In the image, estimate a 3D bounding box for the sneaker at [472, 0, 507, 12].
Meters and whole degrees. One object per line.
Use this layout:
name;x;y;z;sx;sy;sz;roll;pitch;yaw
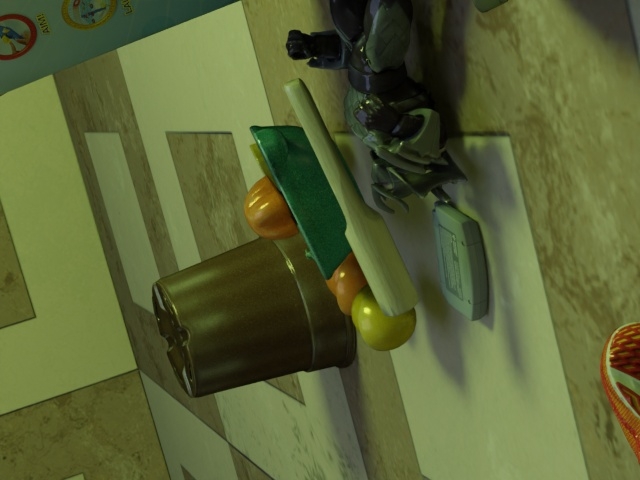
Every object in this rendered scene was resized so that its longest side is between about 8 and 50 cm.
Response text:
sneaker;0.125;-0.172;0.657;0.222;0.118;0.083;-74;-38;-68

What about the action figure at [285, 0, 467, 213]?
action figure;0.034;-0.139;0.914;0.185;0.099;0.285;41;148;49

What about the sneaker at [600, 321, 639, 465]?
sneaker;0.209;0.127;0.727;0.067;0.064;0.175;62;-171;-72

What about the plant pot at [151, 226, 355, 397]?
plant pot;-0.074;0.075;1.327;0.167;0.165;0.167;163;90;-73

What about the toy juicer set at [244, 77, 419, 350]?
toy juicer set;0.000;0.000;1.022;0.209;0.090;0.329;63;178;1

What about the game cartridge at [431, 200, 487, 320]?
game cartridge;0.105;0.016;0.978;0.056;0.017;0.083;-133;30;-60

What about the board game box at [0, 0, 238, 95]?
board game box;-0.156;-0.283;0.929;0.308;0.302;0.086;81;163;-52
